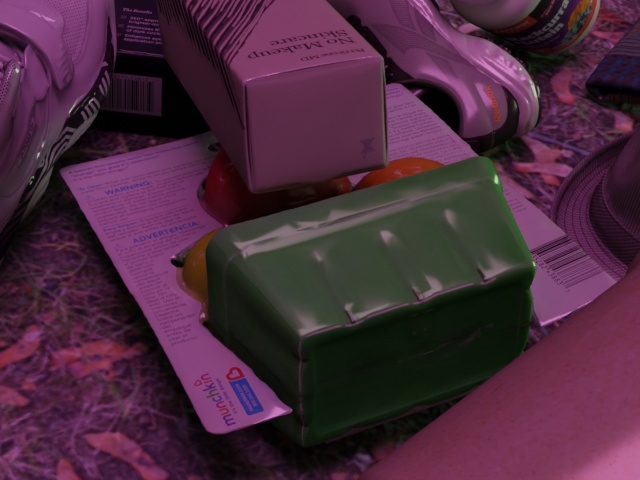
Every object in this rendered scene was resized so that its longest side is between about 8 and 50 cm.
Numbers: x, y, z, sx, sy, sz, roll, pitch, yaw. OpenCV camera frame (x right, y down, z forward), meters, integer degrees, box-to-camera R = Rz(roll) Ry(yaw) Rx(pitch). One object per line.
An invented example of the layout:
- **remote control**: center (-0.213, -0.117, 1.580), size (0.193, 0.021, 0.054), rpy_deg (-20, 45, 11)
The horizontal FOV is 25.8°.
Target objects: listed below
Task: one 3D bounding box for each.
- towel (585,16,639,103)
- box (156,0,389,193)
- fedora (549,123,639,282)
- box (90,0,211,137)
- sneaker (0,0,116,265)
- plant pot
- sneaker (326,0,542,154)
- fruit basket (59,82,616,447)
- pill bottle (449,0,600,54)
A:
- **towel**: center (0.467, -0.224, 1.432), size (0.271, 0.040, 0.370), rpy_deg (11, 40, 32)
- **box**: center (-0.046, -0.143, 1.092), size (0.113, 0.094, 0.275), rpy_deg (-13, 31, -16)
- **fedora**: center (0.340, -0.052, 1.203), size (0.275, 0.124, 0.244), rpy_deg (-24, 50, -31)
- **box**: center (-0.167, -0.182, 1.302), size (0.156, 0.093, 0.158), rpy_deg (7, 43, -1)
- **sneaker**: center (-0.254, -0.129, 1.073), size (0.137, 0.210, 0.365), rpy_deg (21, 63, 1)
- **plant pot**: center (0.200, 0.169, 0.827), size (0.306, 0.333, 0.334), rpy_deg (-27, 51, -18)
- **sneaker**: center (0.078, -0.171, 1.323), size (0.108, 0.100, 0.271), rpy_deg (-34, 56, -30)
- **fruit basket**: center (0.000, 0.000, 1.098), size (0.327, 0.165, 0.353), rpy_deg (-17, 34, -20)
- **pill bottle**: center (0.187, -0.250, 1.353), size (0.108, 0.108, 0.193), rpy_deg (38, 16, 30)
